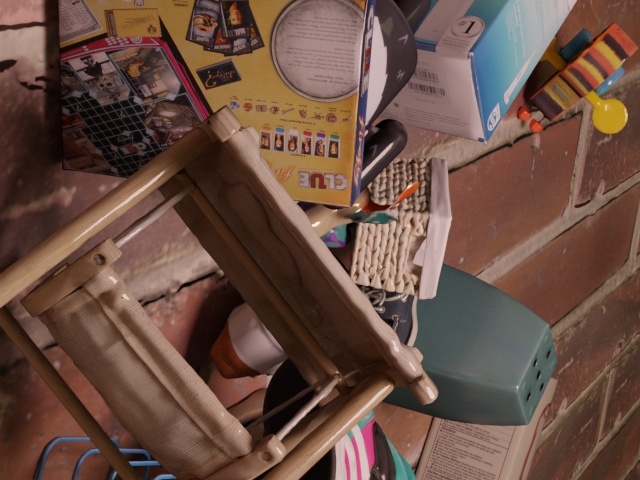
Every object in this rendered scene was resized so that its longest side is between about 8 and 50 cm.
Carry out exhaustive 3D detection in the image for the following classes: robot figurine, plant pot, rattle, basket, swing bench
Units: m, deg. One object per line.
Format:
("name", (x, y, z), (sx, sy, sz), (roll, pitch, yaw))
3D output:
("robot figurine", (-0.022, -0.152, 1.002), (0.278, 0.209, 0.173), (-49, 164, -16))
("plant pot", (0.183, 0.142, 1.473), (0.165, 0.234, 0.166), (-59, 147, -24))
("rattle", (0.000, 0.000, 1.112), (0.130, 0.199, 0.143), (-63, 153, -67))
("basket", (0.093, -0.022, 1.300), (0.167, 0.103, 0.113), (-82, 180, -62))
("swing bench", (-0.094, 0.074, 0.825), (0.254, 0.165, 0.253), (-37, 99, -5))

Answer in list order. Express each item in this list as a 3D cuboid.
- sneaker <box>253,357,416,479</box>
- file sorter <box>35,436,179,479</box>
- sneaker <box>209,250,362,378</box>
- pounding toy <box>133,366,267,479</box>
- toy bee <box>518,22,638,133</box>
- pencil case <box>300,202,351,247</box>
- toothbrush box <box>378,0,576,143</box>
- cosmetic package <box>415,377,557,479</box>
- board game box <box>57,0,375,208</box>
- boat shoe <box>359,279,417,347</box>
("sneaker", (0.008, 0.255, 1.013), (0.178, 0.123, 0.295), (55, 30, -28))
("file sorter", (-0.165, 0.250, 0.998), (0.118, 0.170, 0.104), (21, 82, -61))
("sneaker", (-0.041, 0.081, 1.229), (0.123, 0.106, 0.290), (-35, 175, 20))
("pounding toy", (-0.061, 0.219, 1.174), (0.269, 0.154, 0.155), (-25, 126, -54))
("toy bee", (0.392, -0.233, 1.720), (0.162, 0.195, 0.298), (-45, 159, -1))
("pencil case", (0.014, -0.071, 1.246), (0.070, 0.064, 0.152), (-9, 113, -47))
("toothbrush box", (0.141, -0.266, 1.209), (0.295, 0.216, 0.126), (-53, 146, -30))
("cosmetic package", (0.261, 0.338, 1.794), (0.129, 0.153, 0.296), (25, 84, -62))
("board game box", (-0.085, -0.123, 0.869), (0.042, 0.243, 0.165), (-57, 154, -66))
("boat shoe", (0.082, 0.067, 1.392), (0.079, 0.095, 0.254), (43, 56, -34))
